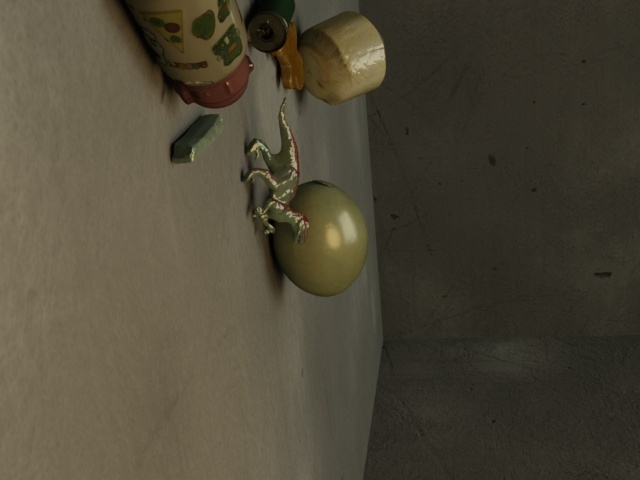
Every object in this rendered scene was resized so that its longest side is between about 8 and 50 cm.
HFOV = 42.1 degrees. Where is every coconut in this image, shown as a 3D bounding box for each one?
[{"bbox_3d":[0.060,-0.434,1.972,0.222,0.202,0.202,-31,132,-27],"label":"coconut"}]

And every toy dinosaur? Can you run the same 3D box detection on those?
[{"bbox_3d":[-0.064,-0.122,1.464,0.053,0.167,0.242,18,-87,55],"label":"toy dinosaur"}]

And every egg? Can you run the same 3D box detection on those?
[{"bbox_3d":[0.000,0.000,1.626,0.186,0.186,0.253,-79,165,-55],"label":"egg"}]

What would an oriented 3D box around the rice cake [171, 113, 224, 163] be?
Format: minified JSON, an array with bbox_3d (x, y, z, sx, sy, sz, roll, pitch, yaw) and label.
[{"bbox_3d":[-0.164,-0.140,1.129,0.171,0.033,0.029,-73,163,-65],"label":"rice cake"}]

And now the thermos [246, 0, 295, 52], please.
[{"bbox_3d":[-0.092,-0.420,1.553,0.188,0.083,0.073,-81,-173,-55],"label":"thermos"}]

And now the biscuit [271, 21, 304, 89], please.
[{"bbox_3d":[-0.073,-0.397,1.742,0.240,0.035,0.158,66,26,-65],"label":"biscuit"}]

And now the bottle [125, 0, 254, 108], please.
[{"bbox_3d":[-0.150,-0.252,0.985,0.253,0.120,0.120,72,18,-62],"label":"bottle"}]
